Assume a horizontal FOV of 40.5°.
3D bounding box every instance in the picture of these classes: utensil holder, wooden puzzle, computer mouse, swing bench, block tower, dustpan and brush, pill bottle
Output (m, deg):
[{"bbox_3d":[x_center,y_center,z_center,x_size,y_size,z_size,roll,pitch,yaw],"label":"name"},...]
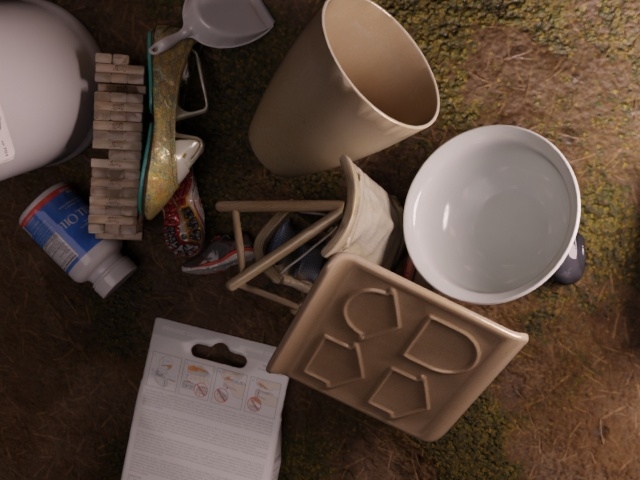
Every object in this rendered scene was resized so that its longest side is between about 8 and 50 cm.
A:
[{"bbox_3d":[-0.602,-0.250,1.509,0.327,0.385,0.327,4,108,14],"label":"utensil holder"},{"bbox_3d":[0.120,0.175,1.448,0.348,0.080,0.322,23,132,-7],"label":"wooden puzzle"},{"bbox_3d":[0.404,-0.036,1.483,0.071,0.041,0.242,-12,102,19],"label":"computer mouse"},{"bbox_3d":[0.000,0.000,1.466,0.254,0.253,0.165,-17,70,20],"label":"swing bench"},{"bbox_3d":[-0.365,-0.166,1.583,0.091,0.097,0.335,3,96,-2],"label":"block tower"},{"bbox_3d":[-0.204,-0.379,1.501,0.147,0.211,0.060,56,154,-3],"label":"dustpan and brush"},{"bbox_3d":[-0.465,0.003,1.687,0.221,0.124,0.124,45,112,-2],"label":"pill bottle"}]

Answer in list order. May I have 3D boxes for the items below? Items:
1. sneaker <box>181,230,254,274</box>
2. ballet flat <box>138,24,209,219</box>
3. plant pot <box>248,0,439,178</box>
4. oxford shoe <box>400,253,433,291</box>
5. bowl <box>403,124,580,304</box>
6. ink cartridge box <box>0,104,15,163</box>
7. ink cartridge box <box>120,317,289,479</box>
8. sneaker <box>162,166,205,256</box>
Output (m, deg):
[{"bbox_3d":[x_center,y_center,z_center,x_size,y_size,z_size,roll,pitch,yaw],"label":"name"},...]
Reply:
[{"bbox_3d":[-0.197,0.023,1.666,0.158,0.061,0.065,-17,75,18],"label":"sneaker"},{"bbox_3d":[-0.257,-0.208,1.538,0.123,0.123,0.348,2,86,15],"label":"ballet flat"},{"bbox_3d":[0.012,-0.224,1.446,0.274,0.256,0.256,-35,95,38],"label":"plant pot"},{"bbox_3d":[0.199,0.164,1.564,0.130,0.123,0.348,4,118,11],"label":"oxford shoe"},{"bbox_3d":[0.297,-0.031,1.435,0.298,0.134,0.298,-8,74,31],"label":"bowl"},{"bbox_3d":[-0.568,-0.163,1.276,0.190,0.082,0.139,-8,104,19],"label":"ink cartridge box"},{"bbox_3d":[-0.225,0.374,1.774,0.308,0.091,0.385,12,92,12],"label":"ink cartridge box"},{"bbox_3d":[-0.268,-0.077,1.631,0.088,0.093,0.225,-9,86,4],"label":"sneaker"}]
